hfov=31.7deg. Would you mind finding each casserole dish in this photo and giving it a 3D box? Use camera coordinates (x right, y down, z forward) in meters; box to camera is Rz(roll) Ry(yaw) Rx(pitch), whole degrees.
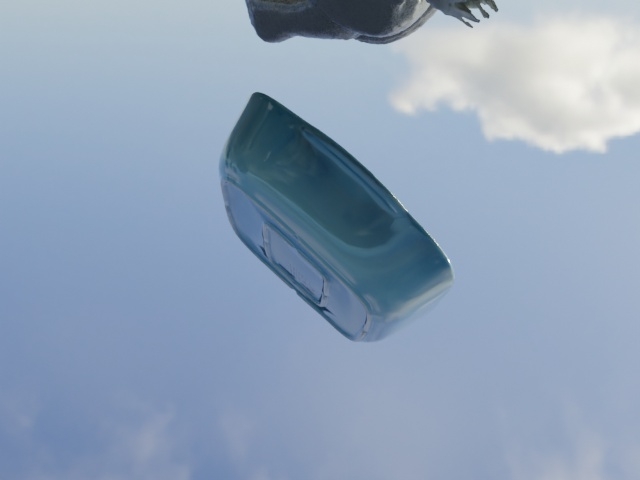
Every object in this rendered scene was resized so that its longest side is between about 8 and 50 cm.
[{"bbox_3d":[0.000,0.000,0.496,0.037,0.114,0.188,-47,174,-8],"label":"casserole dish"}]

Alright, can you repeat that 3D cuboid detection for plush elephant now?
[{"bbox_3d":[0.087,-0.331,1.076,0.330,0.272,0.255,23,-121,35],"label":"plush elephant"}]
